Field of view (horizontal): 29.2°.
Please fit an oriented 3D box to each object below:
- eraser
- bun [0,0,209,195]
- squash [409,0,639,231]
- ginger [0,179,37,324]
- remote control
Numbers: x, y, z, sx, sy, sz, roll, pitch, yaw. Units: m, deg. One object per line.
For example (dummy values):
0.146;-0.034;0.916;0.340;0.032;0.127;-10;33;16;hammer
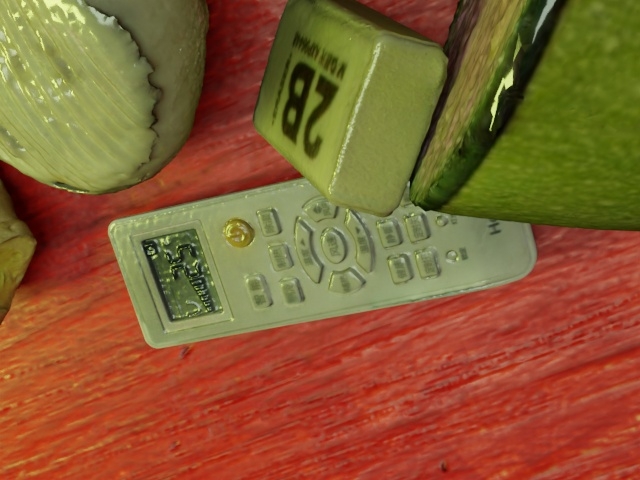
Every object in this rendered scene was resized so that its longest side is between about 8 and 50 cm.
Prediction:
0.013;-0.099;0.833;0.058;0.172;0.117;9;108;-24;eraser
-0.180;-0.147;0.864;0.239;0.141;0.239;20;136;21;bun
0.246;-0.111;0.744;0.309;0.310;0.310;21;106;-6;squash
-0.311;-0.064;0.955;0.131;0.086;0.294;-27;88;39;ginger
0.000;0.000;0.923;0.313;0.055;0.109;-12;107;17;remote control
